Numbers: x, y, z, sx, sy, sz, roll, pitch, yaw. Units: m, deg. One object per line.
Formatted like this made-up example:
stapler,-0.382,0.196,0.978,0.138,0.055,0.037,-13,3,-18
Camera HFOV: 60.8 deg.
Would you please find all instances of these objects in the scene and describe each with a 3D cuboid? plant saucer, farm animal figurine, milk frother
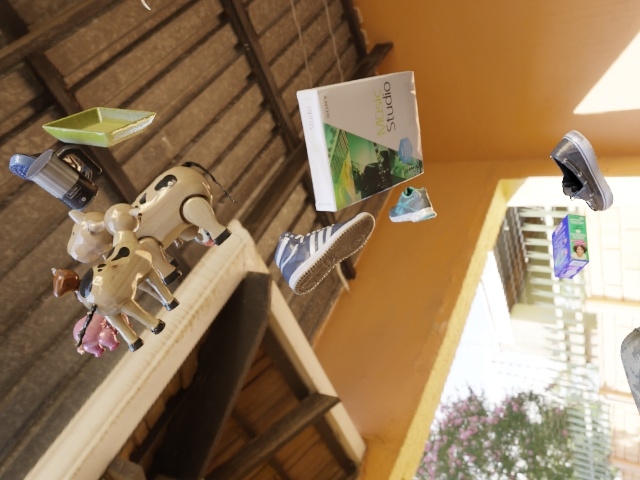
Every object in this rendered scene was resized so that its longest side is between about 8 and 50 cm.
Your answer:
plant saucer,-0.521,-0.269,1.304,0.188,0.188,0.045,-51,-35,-56
farm animal figurine,-0.278,-0.001,0.815,0.327,0.330,0.172,-46,-67,-25
milk frother,-0.607,-0.156,1.293,0.134,0.143,0.129,48,-117,-39

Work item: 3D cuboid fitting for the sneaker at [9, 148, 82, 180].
sneaker,-0.683,-0.192,1.367,0.232,0.082,0.090,40,-132,-77

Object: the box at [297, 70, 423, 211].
box,0.097,-0.214,1.125,0.322,0.059,0.232,-26,-67,-42

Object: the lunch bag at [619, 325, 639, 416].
lunch bag,0.605,0.192,0.719,0.256,0.305,0.212,111,142,-87

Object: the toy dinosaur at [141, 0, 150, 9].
toy dinosaur,-0.474,-0.686,1.416,0.053,0.093,0.183,7,-95,-45

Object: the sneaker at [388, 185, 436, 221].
sneaker,0.199,-0.082,1.208,0.065,0.166,0.076,-15,-85,-20

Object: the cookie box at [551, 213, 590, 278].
cookie box,0.518,0.013,1.134,0.091,0.040,0.107,90,-172,-63

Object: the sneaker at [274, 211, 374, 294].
sneaker,0.000,0.000,1.445,0.282,0.153,0.099,-42,-41,-3

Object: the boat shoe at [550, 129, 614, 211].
boat shoe,0.515,-0.119,1.086,0.076,0.080,0.228,-41,-47,6

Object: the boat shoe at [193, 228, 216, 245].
boat shoe,-0.254,-0.021,1.146,0.043,0.137,0.049,23,-91,-46
